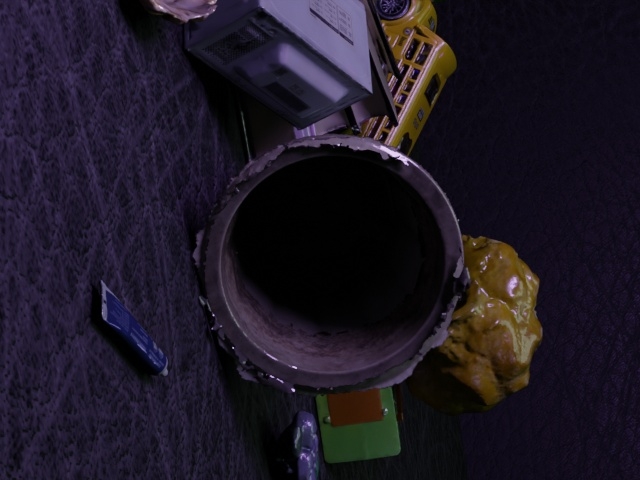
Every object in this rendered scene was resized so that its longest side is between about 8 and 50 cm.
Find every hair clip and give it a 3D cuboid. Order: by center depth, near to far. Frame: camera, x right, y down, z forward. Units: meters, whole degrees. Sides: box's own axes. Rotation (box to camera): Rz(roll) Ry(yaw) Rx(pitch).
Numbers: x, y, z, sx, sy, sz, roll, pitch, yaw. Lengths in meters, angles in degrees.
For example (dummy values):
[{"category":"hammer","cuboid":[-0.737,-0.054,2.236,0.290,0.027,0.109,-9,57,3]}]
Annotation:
[{"category":"hair clip","cuboid":[-0.026,0.280,1.559,0.195,0.052,0.124,78,17,-57]}]

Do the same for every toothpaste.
[{"category":"toothpaste","cuboid":[-0.157,0.081,1.099,0.140,0.021,0.037,62,14,-54]}]

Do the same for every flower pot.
[{"category":"flower pot","cuboid":[0.000,0.000,1.454,0.259,0.290,0.290,-109,-174,-73]}]

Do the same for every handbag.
[{"category":"handbag","cuboid":[0.006,-0.343,1.966,0.358,0.160,0.237,64,11,-52]}]

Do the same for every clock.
[{"category":"clock","cuboid":[-0.050,-0.132,1.701,0.147,0.071,0.192,-32,112,-78]},{"category":"clock","cuboid":[0.056,0.195,1.907,0.255,0.106,0.220,17,65,-83]}]

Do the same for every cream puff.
[{"category":"cream puff","cuboid":[0.187,0.114,1.866,0.282,0.185,0.282,-172,-90,-71]}]

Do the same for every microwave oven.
[{"category":"microwave oven","cuboid":[-0.051,-0.245,1.517,0.208,0.122,0.162,32,45,-44]}]

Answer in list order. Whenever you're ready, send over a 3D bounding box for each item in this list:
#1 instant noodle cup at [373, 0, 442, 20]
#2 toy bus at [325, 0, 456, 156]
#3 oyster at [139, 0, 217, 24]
[{"category":"instant noodle cup","cuboid":[0.105,-0.482,2.336,0.207,0.232,0.207,-22,90,-83]},{"category":"toy bus","cuboid":[0.125,-0.262,2.217,0.331,0.151,0.145,-63,159,-9]},{"category":"oyster","cuboid":[-0.135,-0.356,1.360,0.166,0.110,0.341,28,56,-50]}]
